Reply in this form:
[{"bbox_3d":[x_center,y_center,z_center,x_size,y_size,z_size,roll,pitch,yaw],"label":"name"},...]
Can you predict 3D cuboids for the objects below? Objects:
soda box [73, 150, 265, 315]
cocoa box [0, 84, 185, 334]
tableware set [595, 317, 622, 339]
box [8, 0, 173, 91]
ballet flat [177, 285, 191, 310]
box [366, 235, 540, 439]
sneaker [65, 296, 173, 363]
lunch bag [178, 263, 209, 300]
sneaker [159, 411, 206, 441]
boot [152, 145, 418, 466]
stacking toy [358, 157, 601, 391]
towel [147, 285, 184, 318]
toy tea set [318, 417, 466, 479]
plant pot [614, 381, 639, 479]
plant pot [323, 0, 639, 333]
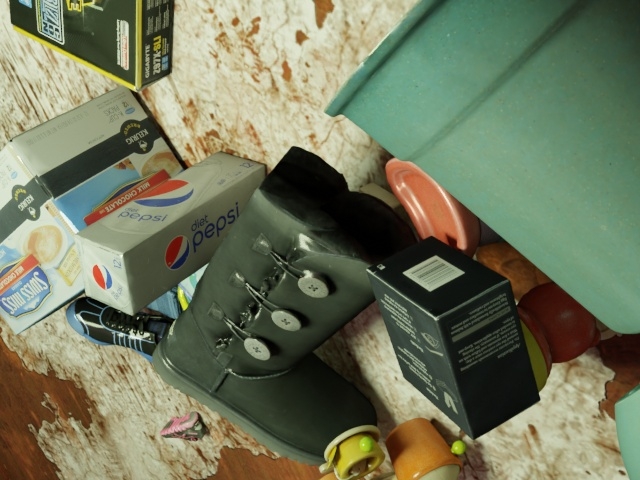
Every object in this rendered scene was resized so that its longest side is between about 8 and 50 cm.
[{"bbox_3d":[-0.192,-0.019,1.217,0.091,0.286,0.098,19,127,30],"label":"soda box"},{"bbox_3d":[-0.393,-0.038,1.403,0.347,0.231,0.228,-28,98,46],"label":"cocoa box"},{"bbox_3d":[0.344,0.055,1.032,0.168,0.020,0.141,-8,112,42],"label":"tableware set"},{"bbox_3d":[-0.318,-0.400,1.218,0.257,0.079,0.322,30,132,22],"label":"box"},{"bbox_3d":[-0.172,0.155,1.481,0.077,0.077,0.231,-3,114,63],"label":"ballet flat"},{"bbox_3d":[0.141,0.099,0.964,0.156,0.093,0.158,37,150,60],"label":"box"},{"bbox_3d":[-0.315,0.149,1.537,0.232,0.081,0.090,27,142,-19],"label":"sneaker"},{"bbox_3d":[-0.129,0.063,1.359,0.151,0.096,0.129,50,136,15],"label":"lunch bag"},{"bbox_3d":[-0.259,0.363,1.702,0.119,0.047,0.057,-23,114,46],"label":"sneaker"},{"bbox_3d":[0.006,0.115,1.195,0.367,0.146,0.445,25,134,-13],"label":"boot"},{"bbox_3d":[0.191,0.016,1.089,0.309,0.130,0.279,66,165,-10],"label":"stacking toy"},{"bbox_3d":[-0.284,0.093,1.549,0.119,0.029,0.067,17,129,28],"label":"towel"},{"bbox_3d":[0.083,0.397,1.327,0.124,0.200,0.336,60,146,36],"label":"toy tea set"},{"bbox_3d":[0.438,0.204,0.883,0.235,0.293,0.293,56,138,17],"label":"plant pot"},{"bbox_3d":[0.240,-0.120,0.796,0.334,0.341,0.341,44,136,-3],"label":"plant pot"}]
